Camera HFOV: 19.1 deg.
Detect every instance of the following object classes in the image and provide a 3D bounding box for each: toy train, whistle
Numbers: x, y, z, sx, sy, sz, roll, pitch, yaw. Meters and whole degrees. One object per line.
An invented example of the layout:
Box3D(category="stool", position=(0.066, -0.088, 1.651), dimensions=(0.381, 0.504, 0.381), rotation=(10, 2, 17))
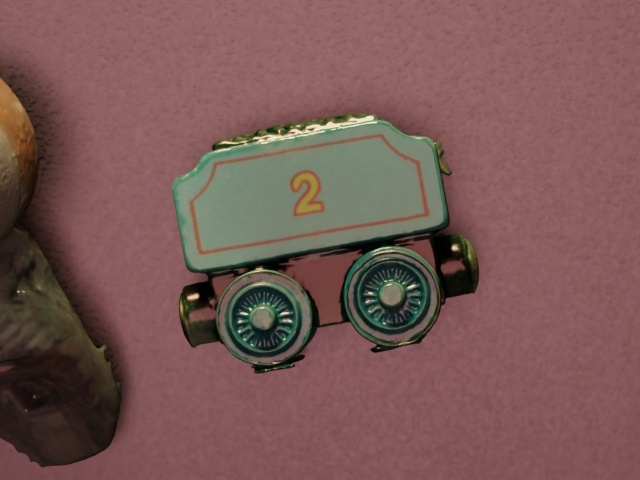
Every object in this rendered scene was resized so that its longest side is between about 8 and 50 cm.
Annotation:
Box3D(category="toy train", position=(0.000, 0.000, 1.278), dimensions=(0.203, 0.112, 0.163), rotation=(-10, 89, 2))
Box3D(category="whistle", position=(-0.246, 0.013, 1.274), dimensions=(0.189, 0.189, 0.348), rotation=(-27, 104, 6))
